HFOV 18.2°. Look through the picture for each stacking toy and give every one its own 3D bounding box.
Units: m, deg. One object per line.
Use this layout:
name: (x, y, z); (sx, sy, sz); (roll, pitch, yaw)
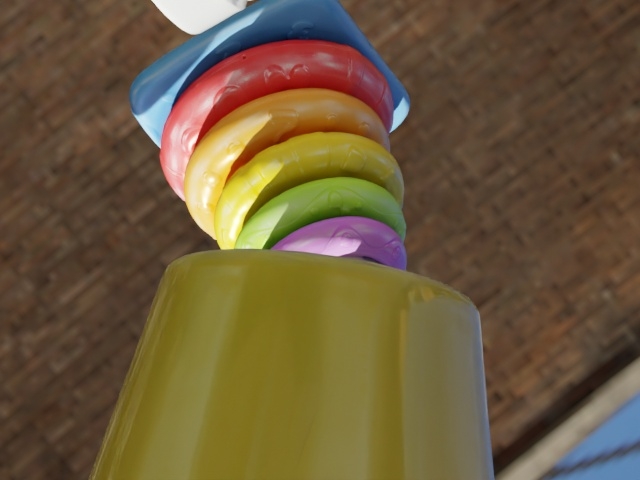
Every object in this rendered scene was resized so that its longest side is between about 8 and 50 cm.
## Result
stacking toy: (0.000, 0.000, 1.294); (0.166, 0.175, 0.302); (-30, -128, 11)

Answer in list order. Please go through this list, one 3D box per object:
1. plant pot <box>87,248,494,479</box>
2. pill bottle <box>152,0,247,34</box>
plant pot: (-0.013, 0.139, 0.991); (0.254, 0.254, 0.239); (-18, -120, 61)
pill bottle: (0.032, -0.260, 1.122); (0.334, 0.188, 0.188); (-31, -168, 11)
